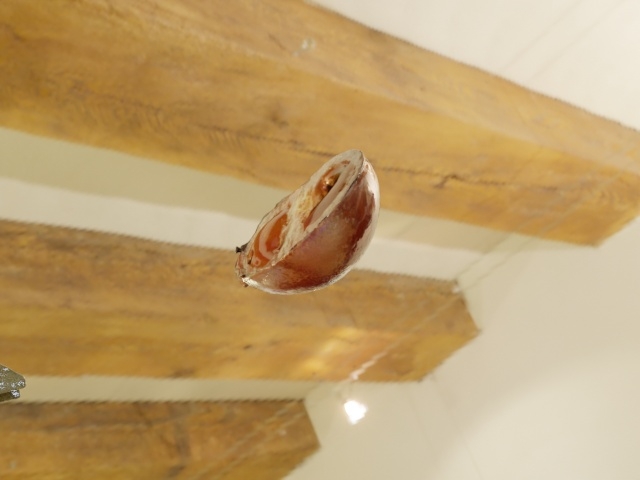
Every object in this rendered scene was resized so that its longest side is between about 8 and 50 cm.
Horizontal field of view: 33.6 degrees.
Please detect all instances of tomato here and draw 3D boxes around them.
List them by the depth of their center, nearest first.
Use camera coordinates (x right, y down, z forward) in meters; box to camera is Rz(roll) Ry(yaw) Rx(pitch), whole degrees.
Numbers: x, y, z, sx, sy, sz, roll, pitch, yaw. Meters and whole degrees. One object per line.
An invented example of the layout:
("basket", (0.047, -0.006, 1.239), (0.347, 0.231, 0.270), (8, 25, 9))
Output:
("tomato", (0.000, 0.000, 1.351), (0.228, 0.199, 0.112), (-37, -71, 27))

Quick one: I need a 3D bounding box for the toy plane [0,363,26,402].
("toy plane", (-0.438, 0.105, 1.261), (0.088, 0.262, 0.192), (-22, -17, -35))
